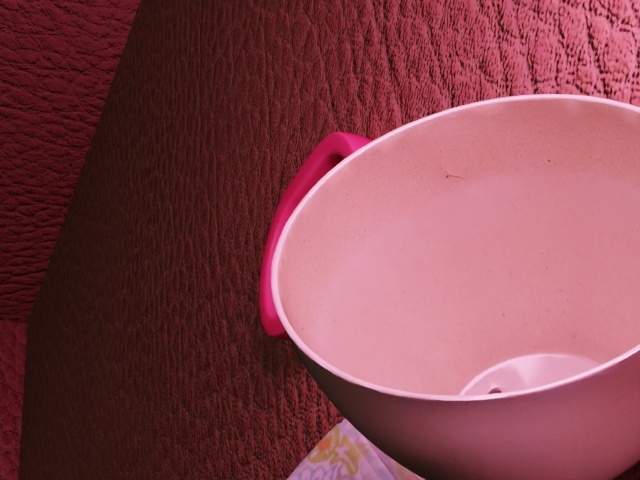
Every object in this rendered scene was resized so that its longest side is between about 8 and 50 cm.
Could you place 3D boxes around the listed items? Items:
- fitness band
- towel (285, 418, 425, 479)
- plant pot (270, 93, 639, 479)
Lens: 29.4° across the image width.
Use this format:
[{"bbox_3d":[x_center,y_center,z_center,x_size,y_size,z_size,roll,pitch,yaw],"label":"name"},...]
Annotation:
[{"bbox_3d":[0.000,0.000,1.429,0.291,0.054,0.209,131,147,-52],"label":"fitness band"},{"bbox_3d":[-0.004,0.352,1.014,0.374,0.090,0.320,-50,27,1],"label":"towel"},{"bbox_3d":[0.129,0.063,0.805,0.284,0.284,0.191,-109,0,-53],"label":"plant pot"}]
